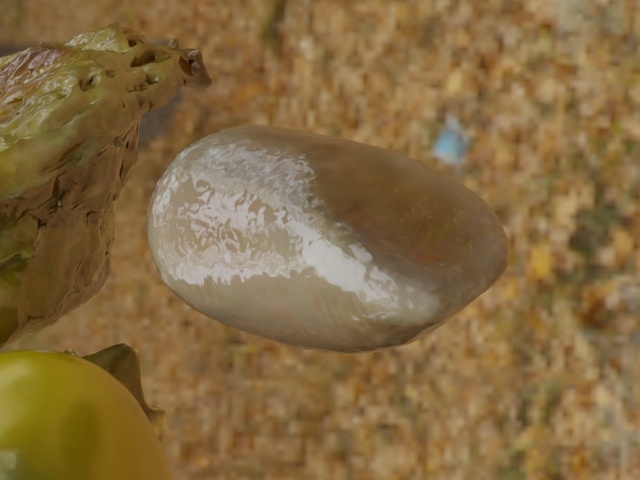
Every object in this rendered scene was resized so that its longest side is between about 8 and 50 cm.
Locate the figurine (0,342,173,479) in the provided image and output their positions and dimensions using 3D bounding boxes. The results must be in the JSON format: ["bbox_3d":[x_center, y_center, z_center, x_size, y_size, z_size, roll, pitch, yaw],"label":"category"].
[{"bbox_3d":[-0.105,0.138,0.672,0.185,0.127,0.234,54,-164,2],"label":"figurine"}]

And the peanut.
[{"bbox_3d":[0.000,0.000,0.635,0.152,0.076,0.076,10,99,45],"label":"peanut"}]

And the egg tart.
[{"bbox_3d":[-0.209,0.000,0.893,0.341,0.341,0.129,-145,34,-78],"label":"egg tart"}]
